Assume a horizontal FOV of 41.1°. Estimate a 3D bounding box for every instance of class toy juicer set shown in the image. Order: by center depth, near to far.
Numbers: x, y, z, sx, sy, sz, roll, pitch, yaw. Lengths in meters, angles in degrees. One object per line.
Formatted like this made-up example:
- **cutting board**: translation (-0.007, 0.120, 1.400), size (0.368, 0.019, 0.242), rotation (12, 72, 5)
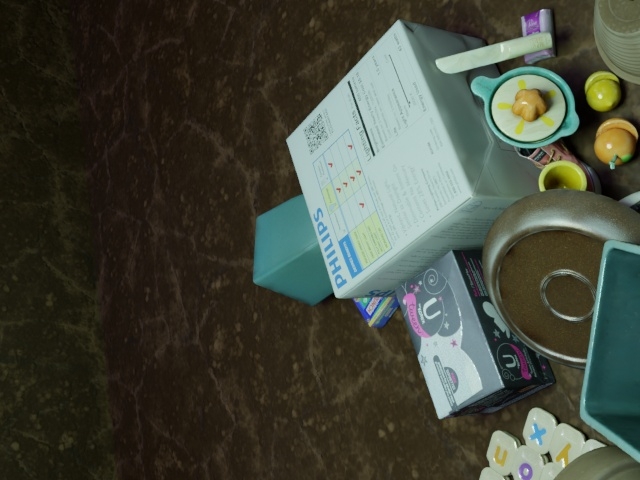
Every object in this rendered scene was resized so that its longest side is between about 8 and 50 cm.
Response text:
- **toy juicer set**: translation (0.351, -0.224, 1.314), size (0.209, 0.089, 0.329), rotation (-33, 72, 0)

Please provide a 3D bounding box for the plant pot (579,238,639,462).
- **plant pot**: translation (0.498, 0.143, 1.039), size (0.247, 0.253, 0.247), rotation (-139, 56, -81)

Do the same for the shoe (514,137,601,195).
- **shoe**: translation (0.373, -0.124, 1.372), size (0.063, 0.081, 0.178), rotation (-53, 49, 35)

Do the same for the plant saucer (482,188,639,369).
- **plant saucer**: translation (0.374, 0.073, 1.260), size (0.311, 0.050, 0.310), rotation (19, 127, 27)

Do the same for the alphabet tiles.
- **alphabet tiles**: translation (0.373, 0.428, 1.381), size (0.284, 0.021, 0.277), rotation (25, 106, 49)

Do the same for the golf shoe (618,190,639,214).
- **golf shoe**: translation (0.404, -0.012, 1.313), size (0.273, 0.105, 0.120), rotation (-44, 48, 40)

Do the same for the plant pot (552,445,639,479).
- **plant pot**: translation (0.431, 0.424, 1.087), size (0.229, 0.263, 0.262), rotation (15, 100, 63)

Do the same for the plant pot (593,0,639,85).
- **plant pot**: translation (0.481, -0.344, 1.232), size (0.237, 0.110, 0.237), rotation (-3, 86, 51)

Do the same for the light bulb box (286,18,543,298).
- **light bulb box**: translation (0.162, -0.129, 1.523), size (0.361, 0.225, 0.357), rotation (-41, 58, 43)

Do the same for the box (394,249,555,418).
- **box**: translation (0.255, 0.159, 1.452), size (0.163, 0.142, 0.247), rotation (-40, 57, 42)

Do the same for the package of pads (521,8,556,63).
- **package of pads**: translation (0.367, -0.343, 1.435), size (0.050, 0.032, 0.083), rotation (-10, 80, 48)

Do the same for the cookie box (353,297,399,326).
- **cookie box**: translation (0.111, 0.106, 1.718), size (0.091, 0.040, 0.107), rotation (-57, 48, 30)

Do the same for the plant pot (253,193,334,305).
- **plant pot**: translation (0.000, 0.000, 1.747), size (0.234, 0.166, 0.165), rotation (-31, 47, 42)
